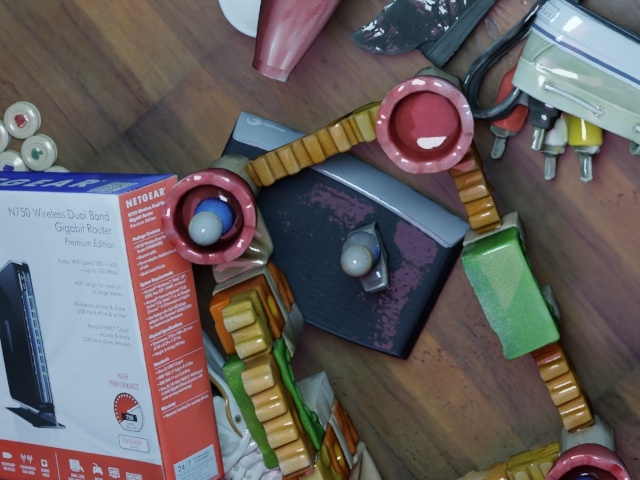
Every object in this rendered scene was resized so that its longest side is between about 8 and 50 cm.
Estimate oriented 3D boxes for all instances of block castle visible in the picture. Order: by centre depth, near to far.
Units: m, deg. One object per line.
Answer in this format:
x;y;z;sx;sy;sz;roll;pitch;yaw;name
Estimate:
0.071;0.094;1.788;0.303;0.213;0.453;-22;102;12;block castle

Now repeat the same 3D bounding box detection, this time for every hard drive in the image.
0.000;0.000;1.918;0.255;0.054;0.172;27;107;5;hard drive

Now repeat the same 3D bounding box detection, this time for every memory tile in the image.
-0.306;-0.056;1.994;0.113;0.012;0.148;-26;96;17;memory tile

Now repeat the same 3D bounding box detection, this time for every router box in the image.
-0.261;0.086;1.906;0.335;0.082;0.301;2;106;40;router box

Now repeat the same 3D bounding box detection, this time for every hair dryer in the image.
-0.034;-0.288;1.792;0.223;0.080;0.293;-20;68;50;hair dryer

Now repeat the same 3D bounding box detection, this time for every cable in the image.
0.220;-0.202;1.838;0.139;0.072;0.287;16;94;22;cable

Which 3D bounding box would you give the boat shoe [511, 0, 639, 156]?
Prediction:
0.313;-0.115;1.782;0.302;0.109;0.094;29;107;-7;boat shoe

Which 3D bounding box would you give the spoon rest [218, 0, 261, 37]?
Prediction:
0.022;-0.261;1.813;0.276;0.084;0.137;-5;80;25;spoon rest

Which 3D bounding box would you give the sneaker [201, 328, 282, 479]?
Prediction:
-0.085;0.210;1.952;0.290;0.123;0.106;45;106;-2;sneaker

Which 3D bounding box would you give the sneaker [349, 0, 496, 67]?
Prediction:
0.112;-0.229;1.842;0.089;0.051;0.170;38;110;-2;sneaker
